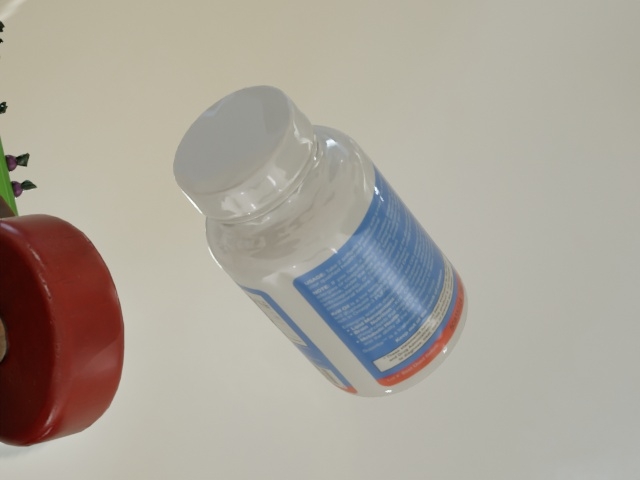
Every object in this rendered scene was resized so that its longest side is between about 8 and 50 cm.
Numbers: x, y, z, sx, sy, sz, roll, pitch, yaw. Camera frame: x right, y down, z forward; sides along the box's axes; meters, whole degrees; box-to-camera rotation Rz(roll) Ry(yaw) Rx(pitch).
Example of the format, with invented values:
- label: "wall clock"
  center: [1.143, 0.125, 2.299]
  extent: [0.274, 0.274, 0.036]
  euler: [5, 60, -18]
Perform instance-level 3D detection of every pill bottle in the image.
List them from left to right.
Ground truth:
- label: "pill bottle"
  center: [0.000, 0.000, 1.035]
  extent: [0.124, 0.221, 0.124]
  euler: [-21, -136, 21]

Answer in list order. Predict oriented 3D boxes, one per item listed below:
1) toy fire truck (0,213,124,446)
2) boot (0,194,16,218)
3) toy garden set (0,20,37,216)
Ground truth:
- label: "toy fire truck"
  center: [-0.223, 0.109, 0.684]
  extent: [0.254, 0.302, 0.169]
  euler: [4, -169, 44]
- label: "boot"
  center: [-0.216, -0.005, 0.861]
  extent: [0.073, 0.152, 0.197]
  euler: [-12, -125, -21]
- label: "toy garden set"
  center: [-0.319, -0.147, 1.436]
  extent: [0.049, 0.204, 0.244]
  euler: [-15, -154, -15]
